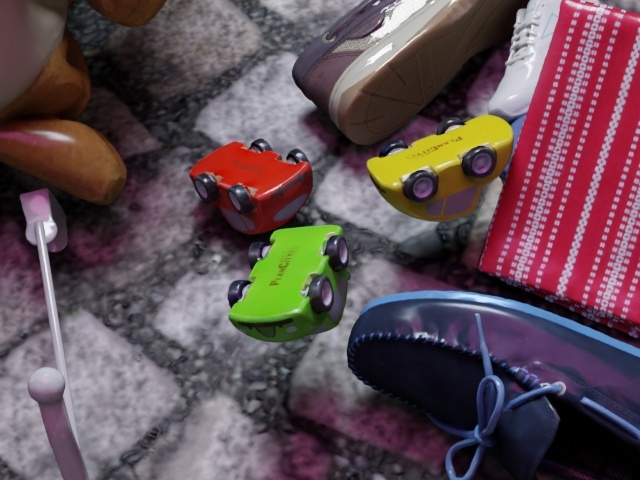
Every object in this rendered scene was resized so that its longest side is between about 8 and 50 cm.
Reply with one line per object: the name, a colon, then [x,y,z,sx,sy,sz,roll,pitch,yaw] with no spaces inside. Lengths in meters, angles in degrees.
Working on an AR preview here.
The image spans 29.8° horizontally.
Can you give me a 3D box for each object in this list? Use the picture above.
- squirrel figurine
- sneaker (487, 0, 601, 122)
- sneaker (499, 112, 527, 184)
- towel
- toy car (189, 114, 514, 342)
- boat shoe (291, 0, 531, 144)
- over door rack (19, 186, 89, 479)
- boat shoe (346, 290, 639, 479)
squirrel figurine: [-0.248,-0.268,0.885,0.397,0.281,0.370,23,88,54]
sneaker: [0.163,-0.145,0.907,0.053,0.061,0.152,-8,35,51]
sneaker: [0.267,-0.085,0.811,0.296,0.131,0.112,-2,54,7]
towel: [0.247,-0.022,0.747,0.274,0.199,0.031,22,13,23]
toy car: [0.000,0.000,0.778,0.239,0.053,0.225,-5,33,22]
boat shoe: [0.097,-0.190,0.935,0.285,0.103,0.092,-42,63,-17]
over door rack: [-0.270,0.103,0.744,0.239,0.108,0.324,-14,51,-5]
boat shoe: [0.132,0.098,0.697,0.258,0.109,0.089,12,51,18]
